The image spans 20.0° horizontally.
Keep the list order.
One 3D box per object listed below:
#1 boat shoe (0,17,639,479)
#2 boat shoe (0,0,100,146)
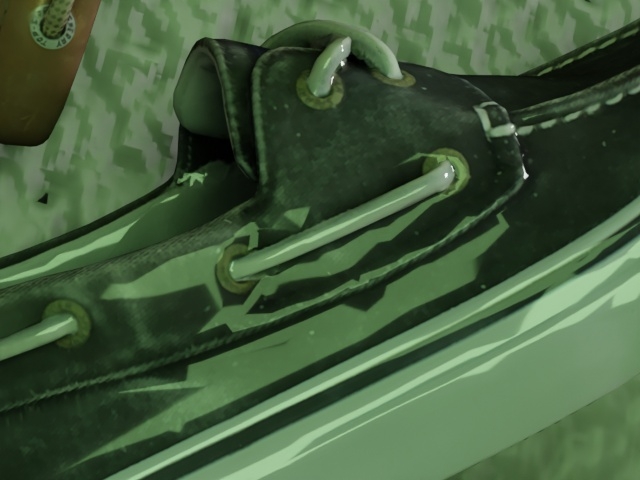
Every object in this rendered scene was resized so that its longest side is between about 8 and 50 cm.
[{"bbox_3d":[0.000,0.000,0.468,0.335,0.121,0.119,-30,100,-16],"label":"boat shoe"},{"bbox_3d":[-0.054,-0.173,0.496,0.116,0.123,0.324,27,85,-13],"label":"boat shoe"}]
